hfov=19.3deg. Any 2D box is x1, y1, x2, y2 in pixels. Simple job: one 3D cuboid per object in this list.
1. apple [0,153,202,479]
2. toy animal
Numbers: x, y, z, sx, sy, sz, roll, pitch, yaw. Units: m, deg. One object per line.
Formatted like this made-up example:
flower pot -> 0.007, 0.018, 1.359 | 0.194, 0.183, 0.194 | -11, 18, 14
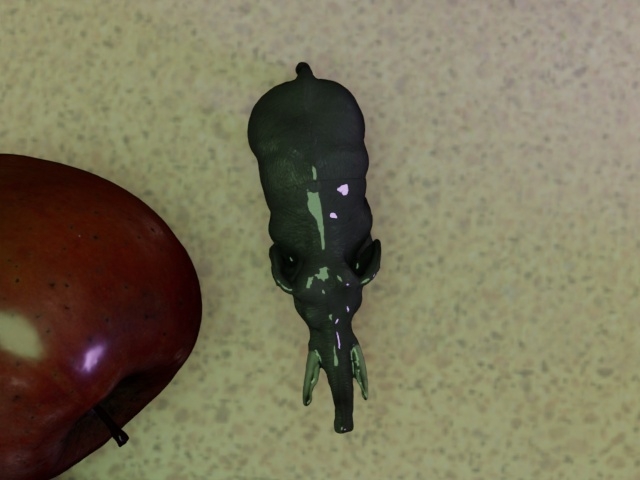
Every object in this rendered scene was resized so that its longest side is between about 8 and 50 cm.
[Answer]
apple -> -0.205, 0.055, 1.279 | 0.234, 0.234, 0.234 | 0, 89, 5
toy animal -> 0.001, 0.004, 1.303 | 0.082, 0.137, 0.269 | -7, 80, 2
